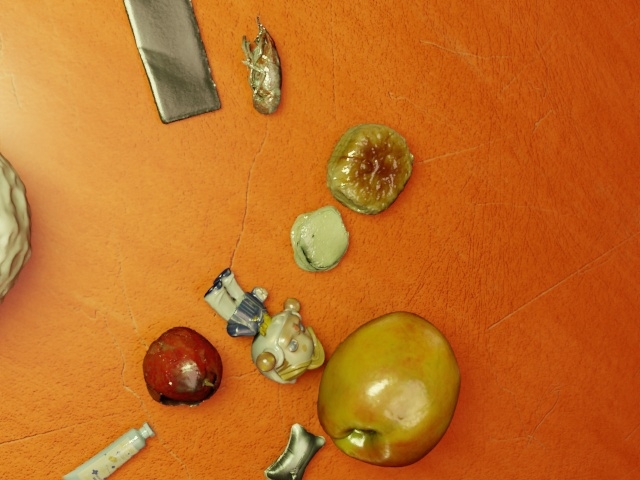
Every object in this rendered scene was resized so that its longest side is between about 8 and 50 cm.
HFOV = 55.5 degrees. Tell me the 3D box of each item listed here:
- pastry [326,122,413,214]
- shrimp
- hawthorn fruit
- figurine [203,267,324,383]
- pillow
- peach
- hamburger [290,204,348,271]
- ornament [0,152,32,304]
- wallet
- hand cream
[{"bbox_3d":[0.107,-0.154,1.320,0.182,0.093,0.192,31,83,-25],"label":"pastry"},{"bbox_3d":[-0.113,-0.344,1.191,0.073,0.075,0.190,-4,108,4],"label":"shrimp"},{"bbox_3d":[-0.247,0.243,1.133,0.148,0.172,0.148,-18,114,-49],"label":"hawthorn fruit"},{"bbox_3d":[-0.120,0.183,1.220,0.274,0.133,0.194,30,39,-32],"label":"figurine"},{"bbox_3d":[-0.055,0.477,1.336,0.091,0.055,0.136,29,78,3],"label":"pillow"},{"bbox_3d":[0.148,0.302,1.291,0.308,0.308,0.332,50,49,-24],"label":"peach"},{"bbox_3d":[0.000,0.000,1.299,0.133,0.062,0.140,-21,104,-26],"label":"hamburger"},{"bbox_3d":[-0.567,-0.029,0.828,0.337,0.337,0.337,-4,98,-28],"label":"ornament"},{"bbox_3d":[-0.273,-0.348,1.123,0.124,0.025,0.244,-22,108,-25],"label":"wallet"},{"bbox_3d":[-0.391,0.409,1.146,0.170,0.043,0.065,-37,113,-17],"label":"hand cream"}]
